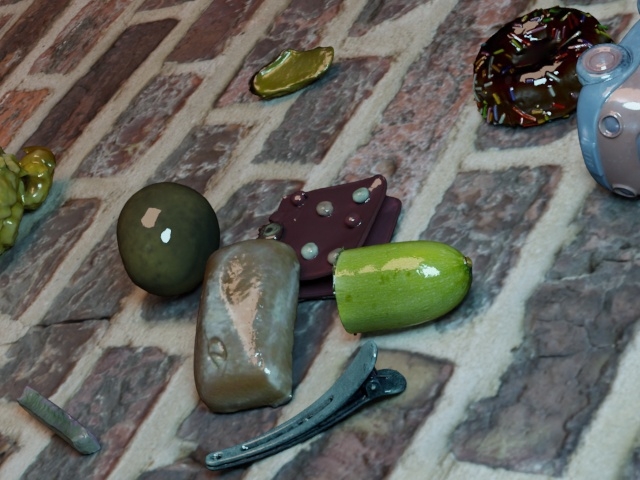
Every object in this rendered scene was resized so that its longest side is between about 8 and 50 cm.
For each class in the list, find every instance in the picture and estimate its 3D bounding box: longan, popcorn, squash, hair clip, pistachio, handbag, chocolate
[{"bbox_3d":[-0.234,-0.003,1.996,0.167,0.167,0.187,-10,52,28],"label":"longan"},{"bbox_3d":[-0.638,-0.081,2.382,0.265,0.225,0.332,23,39,38],"label":"popcorn"},{"bbox_3d":[0.114,0.053,1.704,0.186,0.123,0.123,-11,39,24],"label":"squash"},{"bbox_3d":[-0.023,0.229,1.645,0.275,0.083,0.048,-34,39,9],"label":"hair clip"},{"bbox_3d":[-0.048,-0.304,2.335,0.172,0.049,0.090,-19,61,14],"label":"pistachio"},{"bbox_3d":[-0.001,-0.002,1.899,0.216,0.074,0.203,-7,40,32],"label":"handbag"},{"bbox_3d":[-0.114,0.105,1.782,0.161,0.083,0.261,-17,55,27],"label":"chocolate"}]

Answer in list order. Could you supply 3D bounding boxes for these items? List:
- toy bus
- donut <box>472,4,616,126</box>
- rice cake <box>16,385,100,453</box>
[{"bbox_3d":[0.480,-0.180,1.659,0.231,0.197,0.294,26,62,40],"label":"toy bus"},{"bbox_3d":[0.333,-0.267,1.962,0.235,0.089,0.235,-19,37,15],"label":"donut"},{"bbox_3d":[-0.383,0.262,1.889,0.206,0.047,0.036,20,74,51],"label":"rice cake"}]
